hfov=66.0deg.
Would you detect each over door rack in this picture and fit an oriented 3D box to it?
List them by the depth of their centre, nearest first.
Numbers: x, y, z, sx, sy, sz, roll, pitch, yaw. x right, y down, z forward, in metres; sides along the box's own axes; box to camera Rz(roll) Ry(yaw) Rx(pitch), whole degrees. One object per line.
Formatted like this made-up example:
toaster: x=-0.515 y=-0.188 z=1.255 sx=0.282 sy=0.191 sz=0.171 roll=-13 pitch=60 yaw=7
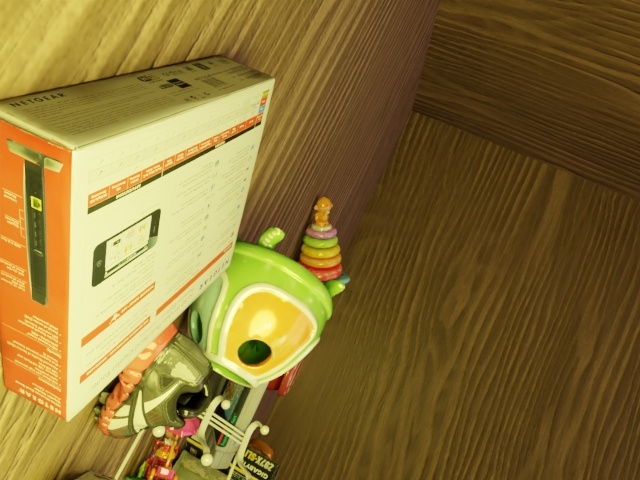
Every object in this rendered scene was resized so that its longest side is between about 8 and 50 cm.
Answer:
over door rack: x=-0.249 y=0.434 z=0.893 sx=0.108 sy=0.239 sz=0.324 roll=-16 pitch=-142 yaw=50

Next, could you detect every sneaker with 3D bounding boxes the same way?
sneaker: x=-0.233 y=0.224 z=0.703 sx=0.276 sy=0.135 sz=0.098 roll=-55 pitch=-177 yaw=36

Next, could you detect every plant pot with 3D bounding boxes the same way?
plant pot: x=-0.156 y=0.408 z=1.647 sx=0.191 sy=0.174 sz=0.191 roll=23 pitch=90 yaw=-83

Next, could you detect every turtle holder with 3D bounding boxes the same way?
turtle holder: x=-0.138 y=0.124 z=0.886 sx=0.243 sy=0.320 sz=0.228 roll=53 pitch=56 yaw=-43

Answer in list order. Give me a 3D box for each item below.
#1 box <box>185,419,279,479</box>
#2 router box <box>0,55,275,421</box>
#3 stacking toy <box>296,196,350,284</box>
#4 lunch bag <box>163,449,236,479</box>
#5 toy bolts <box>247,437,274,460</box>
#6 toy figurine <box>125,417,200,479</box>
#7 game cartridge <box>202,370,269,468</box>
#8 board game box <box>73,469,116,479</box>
box: x=-0.271 y=0.686 z=1.418 sx=0.079 sy=0.257 sz=0.322 roll=-55 pitch=167 yaw=-51
router box: x=-0.186 y=-0.026 z=0.548 sx=0.335 sy=0.082 sz=0.301 roll=-52 pitch=164 yaw=-58
stacking toy: x=0.000 y=0.000 z=1.627 sx=0.175 sy=0.165 sz=0.302 roll=-9 pitch=115 yaw=-27
lunch bag: x=-0.329 y=0.715 z=1.210 sx=0.287 sy=0.235 sz=0.169 roll=-56 pitch=173 yaw=-50
toy bolts: x=-0.289 y=0.697 z=1.620 sx=0.158 sy=0.218 sz=0.229 roll=-51 pitch=146 yaw=-38
toy figurine: x=-0.312 y=0.431 z=1.027 sx=0.173 sy=0.130 sz=0.159 roll=-37 pitch=-149 yaw=59
game cartridge: x=-0.190 y=0.307 z=1.127 sx=0.355 sy=0.068 sz=0.230 roll=-66 pitch=-158 yaw=15
board game box: x=-0.379 y=0.475 z=0.650 sx=0.306 sy=0.053 sz=0.193 roll=-67 pitch=-174 yaw=-24
